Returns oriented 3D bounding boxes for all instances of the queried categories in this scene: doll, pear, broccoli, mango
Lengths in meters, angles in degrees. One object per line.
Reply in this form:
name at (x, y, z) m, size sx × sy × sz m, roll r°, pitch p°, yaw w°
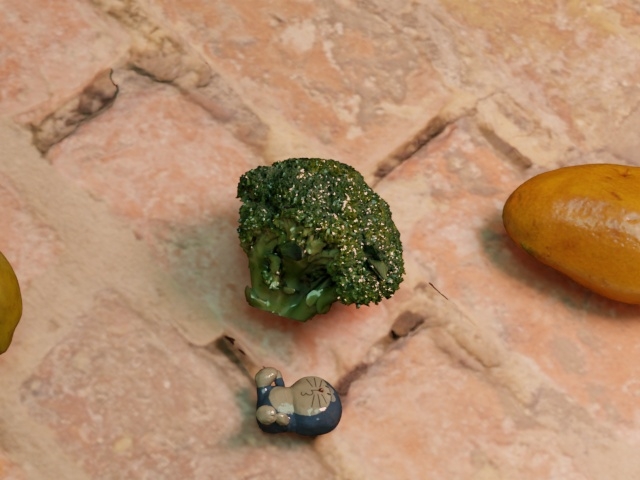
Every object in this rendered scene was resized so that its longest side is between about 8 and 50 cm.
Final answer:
doll at (-0.022, 0.152, 1.711) m, size 0.083 × 0.050 × 0.076 m, roll 0°, pitch 42°, yaw -7°
pear at (-0.329, 0.051, 1.690) m, size 0.107 × 0.107 × 0.131 m, roll -10°, pitch 70°, yaw -14°
broccoli at (0.000, 0.000, 1.748) m, size 0.195 × 0.195 × 0.156 m, roll 16°, pitch 93°, yaw 0°
mango at (0.293, -0.009, 1.819) m, size 0.227 × 0.109 × 0.147 m, roll 6°, pitch 63°, yaw -4°
